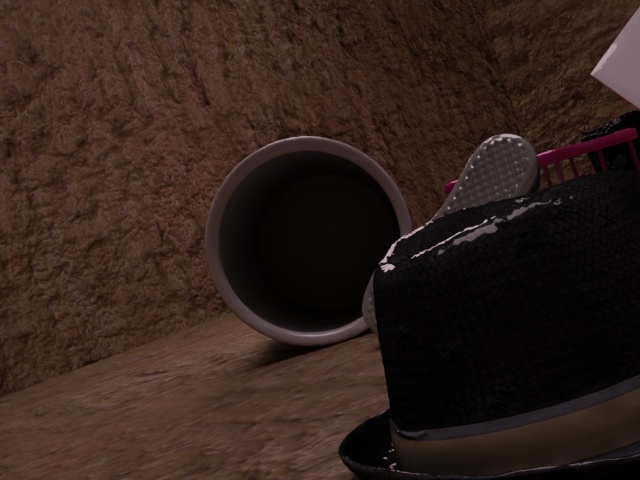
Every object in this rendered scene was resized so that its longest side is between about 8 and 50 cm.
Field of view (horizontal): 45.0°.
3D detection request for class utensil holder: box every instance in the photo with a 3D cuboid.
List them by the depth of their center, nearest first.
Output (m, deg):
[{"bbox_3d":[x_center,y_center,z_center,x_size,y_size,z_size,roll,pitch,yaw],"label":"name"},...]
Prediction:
[{"bbox_3d":[0.000,0.000,1.379,0.328,0.327,0.385,-18,-1,6],"label":"utensil holder"}]

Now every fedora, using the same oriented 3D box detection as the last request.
[{"bbox_3d":[0.154,0.041,0.518,0.334,0.152,0.334,-18,1,0],"label":"fedora"}]

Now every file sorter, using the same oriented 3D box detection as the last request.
[{"bbox_3d":[0.409,-0.063,1.388,0.202,0.182,0.291,-17,1,-29],"label":"file sorter"}]

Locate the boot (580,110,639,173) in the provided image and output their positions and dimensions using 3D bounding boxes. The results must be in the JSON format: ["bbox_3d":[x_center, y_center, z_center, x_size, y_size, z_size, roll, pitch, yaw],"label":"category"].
[{"bbox_3d":[0.621,-0.147,1.442,0.094,0.207,0.246,-19,1,-41],"label":"boot"}]

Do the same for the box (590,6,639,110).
[{"bbox_3d":[0.724,-0.278,1.456,0.345,0.215,0.168,18,-63,-32],"label":"box"}]

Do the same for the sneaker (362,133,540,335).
[{"bbox_3d":[0.192,0.014,1.052,0.321,0.126,0.127,-50,-30,0],"label":"sneaker"}]
